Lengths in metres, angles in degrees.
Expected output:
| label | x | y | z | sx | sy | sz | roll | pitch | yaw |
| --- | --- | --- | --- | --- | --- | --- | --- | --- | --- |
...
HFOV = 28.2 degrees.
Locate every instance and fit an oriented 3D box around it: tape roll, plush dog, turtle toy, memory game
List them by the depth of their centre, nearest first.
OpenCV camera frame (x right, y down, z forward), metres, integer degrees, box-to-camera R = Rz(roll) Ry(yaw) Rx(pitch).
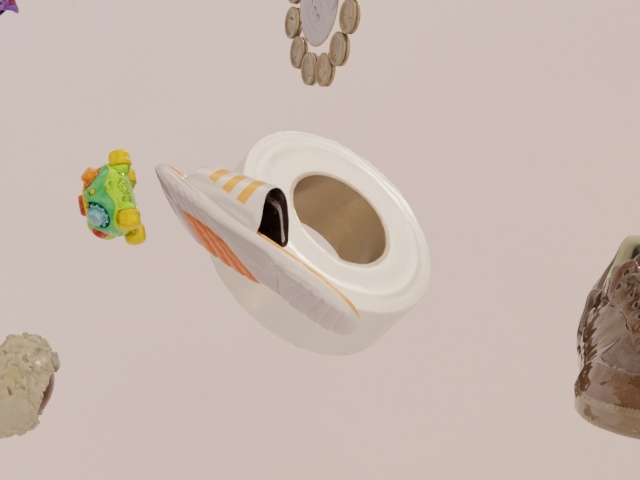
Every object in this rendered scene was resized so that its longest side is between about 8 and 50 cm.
| label | x | y | z | sx | sy | sz | roll | pitch | yaw |
| --- | --- | --- | --- | --- | --- | --- | --- | --- | --- |
| plush dog | -0.407 | 0.147 | 1.276 | 0.262 | 0.211 | 0.225 | -57 | -153 | 16 |
| memory game | 0.002 | -0.256 | 1.358 | 0.012 | 0.186 | 0.186 | 2 | -126 | -25 |
| turtle toy | -0.235 | -0.038 | 1.424 | 0.066 | 0.130 | 0.095 | -11 | -110 | -5 |
| tape roll | 0.000 | 0.000 | 1.597 | 0.286 | 0.100 | 0.286 | 24 | -140 | -23 |

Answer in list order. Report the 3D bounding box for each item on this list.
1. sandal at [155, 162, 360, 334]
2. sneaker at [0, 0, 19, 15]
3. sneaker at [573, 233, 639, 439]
| label | x | y | z | sx | sy | sz | roll | pitch | yaw |
| --- | --- | --- | --- | --- | --- | --- | --- | --- | --- |
| sandal | -0.047 | -0.005 | 1.215 | 0.265 | 0.102 | 0.076 | 35 | -111 | 26 |
| sneaker | -0.351 | -0.280 | 1.370 | 0.071 | 0.068 | 0.170 | 22 | -76 | -4 |
| sneaker | 0.145 | 0.039 | 0.564 | 0.066 | 0.188 | 0.071 | 6 | -83 | 1 |
